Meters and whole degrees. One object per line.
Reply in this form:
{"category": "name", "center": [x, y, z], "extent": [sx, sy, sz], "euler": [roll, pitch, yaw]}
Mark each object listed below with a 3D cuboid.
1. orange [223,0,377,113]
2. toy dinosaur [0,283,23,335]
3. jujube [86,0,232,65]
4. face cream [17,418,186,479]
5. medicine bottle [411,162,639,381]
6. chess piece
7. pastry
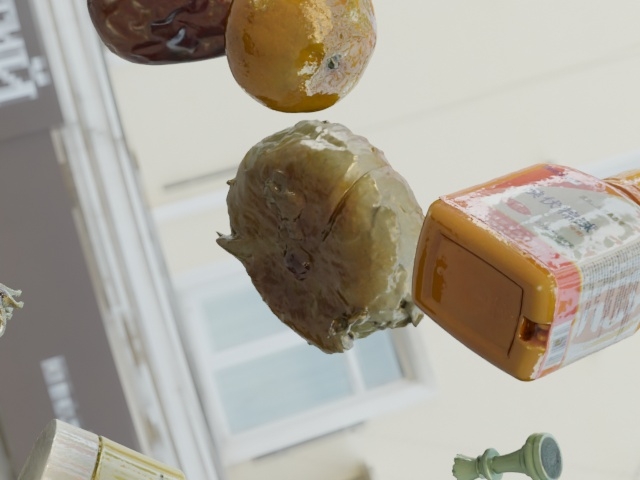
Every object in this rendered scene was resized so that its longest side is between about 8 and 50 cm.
{"category": "orange", "center": [-0.016, -0.195, 1.695], "extent": [0.124, 0.156, 0.156], "euler": [39, -40, 50]}
{"category": "toy dinosaur", "center": [-0.382, 0.074, 2.123], "extent": [0.037, 0.058, 0.180], "euler": [-61, -151, 14]}
{"category": "jujube", "center": [-0.130, -0.288, 1.931], "extent": [0.183, 0.243, 0.183], "euler": [-17, 90, -79]}
{"category": "face cream", "center": [-0.291, 0.355, 2.196], "extent": [0.218, 0.179, 0.218], "euler": [-59, -166, 26]}
{"category": "medicine bottle", "center": [0.202, 0.014, 1.465], "extent": [0.149, 0.222, 0.112], "euler": [36, -49, 36]}
{"category": "chess piece", "center": [0.147, 0.181, 1.426], "extent": [0.093, 0.042, 0.042], "euler": [-14, -88, 35]}
{"category": "pastry", "center": [0.002, -0.004, 1.823], "extent": [0.257, 0.121, 0.236], "euler": [-20, -82, 53]}
